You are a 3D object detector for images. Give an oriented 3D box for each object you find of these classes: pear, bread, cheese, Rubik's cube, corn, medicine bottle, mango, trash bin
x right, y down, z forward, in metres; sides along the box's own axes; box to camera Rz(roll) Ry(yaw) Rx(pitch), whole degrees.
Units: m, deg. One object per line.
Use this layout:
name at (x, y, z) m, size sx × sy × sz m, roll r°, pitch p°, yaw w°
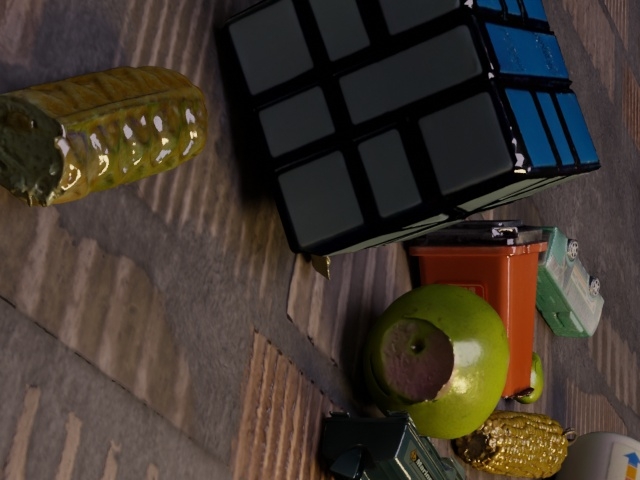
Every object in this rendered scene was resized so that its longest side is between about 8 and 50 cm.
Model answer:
pear at (0.146, 0.145, 1.691) m, size 0.219 × 0.187 × 0.187 m, roll 4°, pitch 78°, yaw -65°
bread at (-0.183, -0.096, 1.212) m, size 0.087 × 0.098 × 0.269 m, roll -62°, pitch 164°, yaw 23°
cheese at (-0.001, 0.001, 1.596) m, size 0.084 × 0.041 × 0.060 m, roll -84°, pitch 158°, yaw -43°
Rubik's cube at (0.104, -0.155, 1.533) m, size 0.288 × 0.293 × 0.283 m, roll -11°, pitch 79°, yaw -62°
corn at (0.280, 0.294, 2.000) m, size 0.293 × 0.106 × 0.106 m, roll 14°, pitch 70°, yaw -60°
medicine bottle at (0.438, 0.454, 2.181) m, size 0.170 × 0.170 × 0.293 m, roll 64°, pitch 30°, yaw -31°
mango at (0.317, 0.208, 2.144) m, size 0.108 × 0.056 × 0.073 m, roll -56°, pitch 136°, yaw -58°
trash bin at (0.223, 0.091, 1.899) m, size 0.184 × 0.161 × 0.239 m, roll -9°, pitch 98°, yaw -63°

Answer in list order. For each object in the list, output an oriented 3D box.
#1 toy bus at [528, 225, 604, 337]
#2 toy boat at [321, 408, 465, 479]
toy bus at (0.392, 0.067, 2.311) m, size 0.262 × 0.091 × 0.109 m, roll 49°, pitch 51°, yaw -45°
toy boat at (0.108, 0.297, 1.638) m, size 0.296 × 0.114 × 0.122 m, roll 56°, pitch 44°, yaw -40°
